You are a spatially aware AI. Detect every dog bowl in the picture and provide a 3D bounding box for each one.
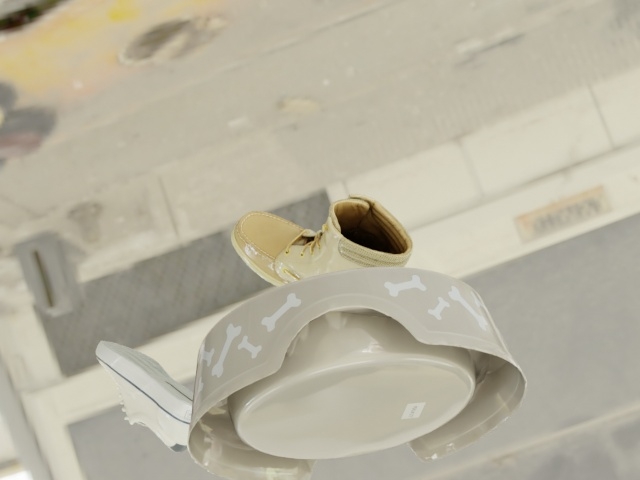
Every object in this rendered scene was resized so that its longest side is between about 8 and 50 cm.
[{"bbox_3d":[0.031,0.143,1.401,0.349,0.102,0.348,-8,151,-5],"label":"dog bowl"}]

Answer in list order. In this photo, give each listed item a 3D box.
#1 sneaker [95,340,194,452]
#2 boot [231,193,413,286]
[{"bbox_3d":[-0.279,0.239,2.105,0.094,0.258,0.091,20,99,-45],"label":"sneaker"},{"bbox_3d":[0.000,0.000,1.808,0.095,0.262,0.203,-49,163,-29],"label":"boot"}]
